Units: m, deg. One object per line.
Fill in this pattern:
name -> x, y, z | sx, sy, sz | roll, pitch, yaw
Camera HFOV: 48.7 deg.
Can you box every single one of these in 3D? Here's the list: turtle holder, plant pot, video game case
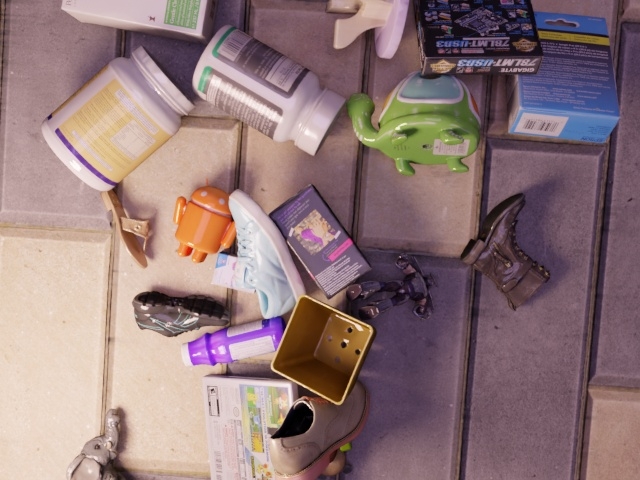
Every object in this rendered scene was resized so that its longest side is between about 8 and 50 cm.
turtle holder -> 0.252, -0.308, 1.827 | 0.320, 0.243, 0.227 | -8, 66, 35
plant pot -> 0.032, 0.276, 1.846 | 0.212, 0.187, 0.212 | 24, 94, 21
video game case -> -0.180, 0.529, 1.888 | 0.300, 0.036, 0.329 | -3, 93, 31

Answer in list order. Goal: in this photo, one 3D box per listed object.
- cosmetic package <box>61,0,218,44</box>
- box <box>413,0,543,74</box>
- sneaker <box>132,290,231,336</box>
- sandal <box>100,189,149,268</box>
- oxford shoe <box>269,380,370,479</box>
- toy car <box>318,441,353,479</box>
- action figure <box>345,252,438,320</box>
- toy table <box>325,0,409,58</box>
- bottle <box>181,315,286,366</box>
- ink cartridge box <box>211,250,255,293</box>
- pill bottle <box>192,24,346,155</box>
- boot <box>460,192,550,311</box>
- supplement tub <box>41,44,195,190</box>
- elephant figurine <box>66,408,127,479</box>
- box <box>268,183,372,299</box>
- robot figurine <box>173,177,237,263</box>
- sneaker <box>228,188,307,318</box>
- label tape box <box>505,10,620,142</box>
cosmetic package -> -0.459, -0.645, 1.841 | 0.365, 0.155, 0.197 | 9, 96, -1
box -> 0.394, -0.549, 1.800 | 0.295, 0.073, 0.293 | -2, 61, 0
sneaker -> -0.377, 0.207, 1.927 | 0.267, 0.101, 0.106 | 8, 115, 0
sandal -> -0.503, -0.046, 1.906 | 0.079, 0.088, 0.240 | -29, 87, 8
oxford shoe -> 0.007, 0.446, 1.783 | 0.140, 0.397, 0.146 | -7, 109, 31
toy car -> 0.021, 0.579, 1.931 | 0.155, 0.149, 0.188 | -15, 121, 7
action figure -> 0.212, 0.134, 1.852 | 0.285, 0.099, 0.185 | -14, 69, -36
toy table -> 0.122, -0.614, 1.805 | 0.161, 0.252, 0.274 | 4, 83, -16
bottle -> -0.229, 0.277, 1.902 | 0.283, 0.118, 0.092 | -14, 94, 1
ink cartridge box -> -0.225, 0.087, 1.925 | 0.122, 0.052, 0.088 | 13, 93, -1
pill bottle -> -0.129, -0.380, 1.822 | 0.361, 0.204, 0.204 | 31, 93, 0
boot -> 0.528, 0.031, 1.902 | 0.229, 0.091, 0.263 | 36, 97, -6
supplement tub -> -0.513, -0.314, 1.816 | 0.331, 0.241, 0.241 | -40, 92, 3
elephant figurine -> -0.607, 0.618, 1.928 | 0.169, 0.186, 0.239 | -39, 78, 45
box -> 0.000, 0.000, 1.860 | 0.143, 0.165, 0.270 | -35, 91, 3
robot figurine -> -0.308, -0.050, 1.882 | 0.158, 0.128, 0.219 | 27, 94, 43
sneaker -> -0.164, 0.050, 1.815 | 0.150, 0.135, 0.366 | -35, 113, -20
label tape box -> 0.618, -0.431, 1.835 | 0.249, 0.115, 0.347 | 6, 59, 1
